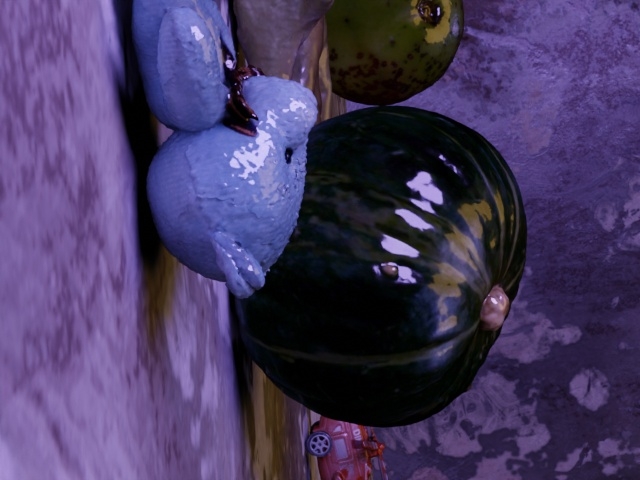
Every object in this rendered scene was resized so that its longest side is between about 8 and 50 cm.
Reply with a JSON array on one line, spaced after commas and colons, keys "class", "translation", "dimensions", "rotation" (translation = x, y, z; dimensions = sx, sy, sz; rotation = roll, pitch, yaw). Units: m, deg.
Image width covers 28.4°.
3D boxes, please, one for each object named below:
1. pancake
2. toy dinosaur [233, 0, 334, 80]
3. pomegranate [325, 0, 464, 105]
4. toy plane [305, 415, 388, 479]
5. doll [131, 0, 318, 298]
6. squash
[{"class": "pancake", "translation": [-0.014, -0.121, 1.198], "dimensions": [0.294, 0.049, 0.294], "rotation": [-3, 90, -88]}, {"class": "toy dinosaur", "translation": [-0.027, -0.134, 0.884], "dimensions": [0.200, 0.072, 0.251], "rotation": [99, -18, -56]}, {"class": "pomegranate", "translation": [0.050, -0.261, 1.503], "dimensions": [0.248, 0.214, 0.214], "rotation": [-4, -90, 57]}, {"class": "toy plane", "translation": [0.017, 0.172, 1.255], "dimensions": [0.126, 0.077, 0.194], "rotation": [-94, 171, -68]}, {"class": "doll", "translation": [-0.040, -0.068, 0.531], "dimensions": [0.120, 0.075, 0.180], "rotation": [-93, 179, -72]}, {"class": "squash", "translation": [0.040, 0.017, 0.816], "dimensions": [0.218, 0.172, 0.218], "rotation": [-59, 167, -24]}]
